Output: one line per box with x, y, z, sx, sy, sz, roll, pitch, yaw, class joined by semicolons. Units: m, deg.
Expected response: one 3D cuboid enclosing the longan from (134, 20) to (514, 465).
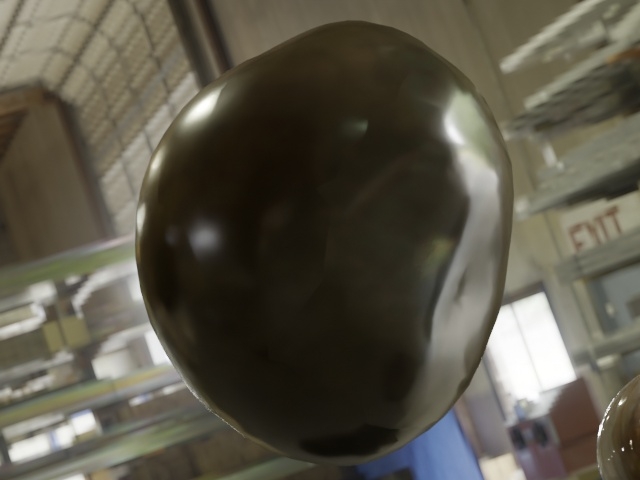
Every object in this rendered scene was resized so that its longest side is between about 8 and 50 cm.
0.000;0.000;0.703;0.198;0.212;0.198;5;23;-2;longan

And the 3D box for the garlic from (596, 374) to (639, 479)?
0.331;0.166;1.077;0.207;0.207;0.256;-13;-31;-41;garlic
